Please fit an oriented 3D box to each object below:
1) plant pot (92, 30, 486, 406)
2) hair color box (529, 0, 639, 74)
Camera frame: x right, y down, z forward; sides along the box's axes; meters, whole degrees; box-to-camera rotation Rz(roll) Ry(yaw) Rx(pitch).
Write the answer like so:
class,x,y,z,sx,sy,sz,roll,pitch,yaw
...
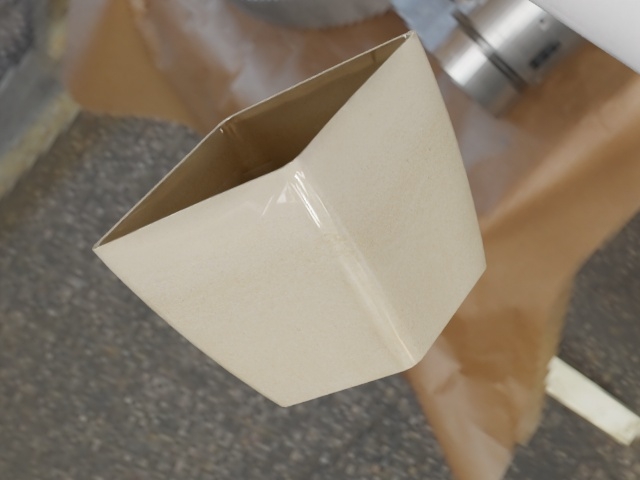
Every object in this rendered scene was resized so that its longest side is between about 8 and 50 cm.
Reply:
class,x,y,z,sx,sy,sz,roll,pitch,yaw
plant pot,0.000,0.000,0.697,0.109,0.096,0.109,-21,18,39
hair color box,0.191,-0.087,0.423,0.374,0.113,0.185,35,132,8
